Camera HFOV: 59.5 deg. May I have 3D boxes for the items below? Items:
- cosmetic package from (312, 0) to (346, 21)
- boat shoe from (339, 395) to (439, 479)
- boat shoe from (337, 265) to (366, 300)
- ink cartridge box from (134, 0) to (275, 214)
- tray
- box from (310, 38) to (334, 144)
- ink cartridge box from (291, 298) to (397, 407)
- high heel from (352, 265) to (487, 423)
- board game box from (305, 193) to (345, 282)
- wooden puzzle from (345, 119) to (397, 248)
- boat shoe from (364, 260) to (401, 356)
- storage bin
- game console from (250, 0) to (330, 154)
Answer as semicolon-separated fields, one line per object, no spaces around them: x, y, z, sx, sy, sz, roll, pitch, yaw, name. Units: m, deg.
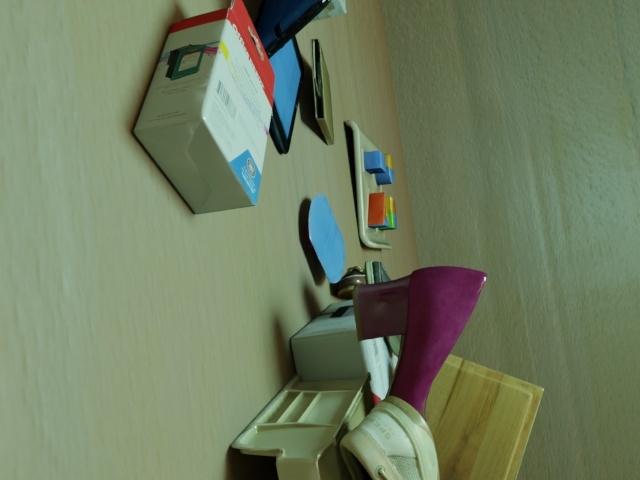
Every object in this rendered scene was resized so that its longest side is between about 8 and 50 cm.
-0.013;-0.462;1.094;0.060;0.115;0.041;29;55;-69;cosmetic package
0.090;0.329;0.643;0.098;0.109;0.302;-26;112;-32;boat shoe
0.076;0.091;1.195;0.207;0.073;0.073;50;32;-74;boat shoe
-0.117;-0.161;0.637;0.134;0.078;0.230;63;24;-49;ink cartridge box
0.188;0.394;0.883;0.410;0.203;0.076;-66;155;-15;tray
0.006;-0.305;1.183;0.201;0.021;0.164;38;48;-82;box
0.057;0.221;0.974;0.273;0.114;0.196;-20;100;-73;ink cartridge box
0.164;0.224;0.774;0.127;0.182;0.376;-47;126;-70;high heel
0.000;0.000;1.049;0.133;0.033;0.168;-69;142;-51;board game box
0.163;-0.149;1.601;0.322;0.081;0.347;6;76;-73;wooden puzzle
0.136;0.115;0.967;0.080;0.074;0.223;-83;154;-51;boat shoe
0.005;0.337;0.721;0.260;0.123;0.262;-20;101;-73;storage bin
-0.017;-0.337;0.934;0.173;0.250;0.293;37;39;-30;game console
